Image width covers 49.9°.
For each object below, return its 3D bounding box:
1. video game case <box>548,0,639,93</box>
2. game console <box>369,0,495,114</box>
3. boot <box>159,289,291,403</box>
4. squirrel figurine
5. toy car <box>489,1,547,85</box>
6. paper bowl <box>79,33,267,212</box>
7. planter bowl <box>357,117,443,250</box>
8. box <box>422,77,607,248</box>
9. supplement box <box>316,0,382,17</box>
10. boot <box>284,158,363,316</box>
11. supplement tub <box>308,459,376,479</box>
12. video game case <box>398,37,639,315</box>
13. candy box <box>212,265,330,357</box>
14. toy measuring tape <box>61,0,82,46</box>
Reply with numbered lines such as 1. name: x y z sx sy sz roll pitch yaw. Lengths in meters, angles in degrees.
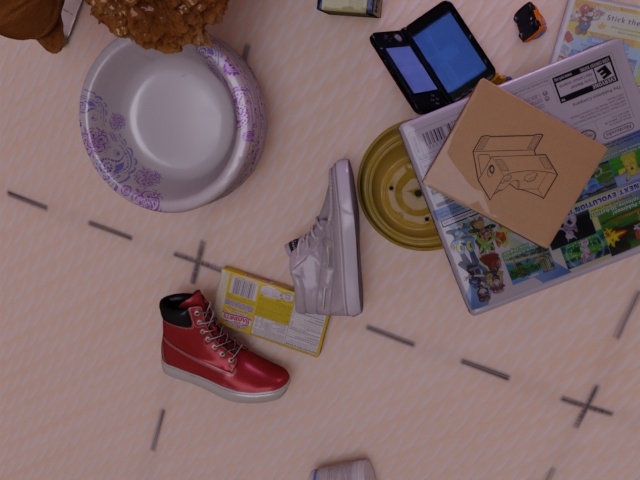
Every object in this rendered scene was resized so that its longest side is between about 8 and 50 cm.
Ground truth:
1. video game case: 0.443 -0.229 0.993 0.227 0.026 0.206 16 106 11
2. game console: 0.164 -0.271 1.010 0.085 0.124 0.144 -40 77 44
3. boot: -0.166 0.176 1.184 0.244 0.088 0.176 13 121 13
4. squirrel figurine: -0.303 -0.404 0.886 0.397 0.281 0.370 35 95 8
5. toy car: 0.291 -0.288 1.021 0.041 0.060 0.122 10 132 -32
6. paper bowl: -0.223 -0.194 1.102 0.285 0.148 0.284 3 103 14
7. planter bowl: 0.155 -0.079 1.065 0.217 0.090 0.217 3 103 14
8. box: 0.268 -0.104 0.956 0.201 0.021 0.164 28 97 -3
9. supplement box: 0.046 -0.367 1.029 0.083 0.083 0.056 8 105 13
10. boot: 0.000 0.000 1.112 0.124 0.095 0.258 -2 98 9
11. supplement tub: 0.039 0.433 1.220 0.107 0.071 0.071 -17 98 18
12. video game case: 0.317 -0.086 0.987 0.329 0.036 0.299 -22 96 4
13. candy box: -0.086 0.124 1.204 0.206 0.027 0.105 18 109 10
14. toy measuring tape: -0.393 -0.466 1.101 0.121 0.121 0.330 33 108 5
